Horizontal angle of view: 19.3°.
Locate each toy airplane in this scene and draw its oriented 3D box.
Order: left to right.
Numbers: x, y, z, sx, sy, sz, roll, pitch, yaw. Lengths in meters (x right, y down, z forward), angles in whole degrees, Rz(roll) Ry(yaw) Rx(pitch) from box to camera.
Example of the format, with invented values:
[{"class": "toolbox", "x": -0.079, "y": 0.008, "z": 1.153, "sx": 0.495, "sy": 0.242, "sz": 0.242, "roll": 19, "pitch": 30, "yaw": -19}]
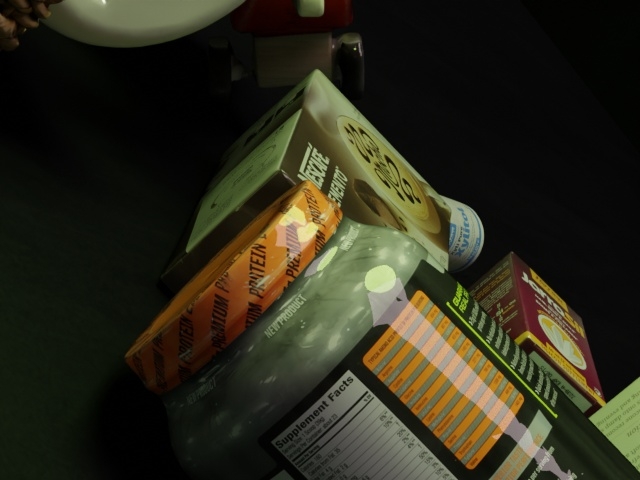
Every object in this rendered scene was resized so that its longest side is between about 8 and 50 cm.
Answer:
[{"class": "toy airplane", "x": -0.025, "y": -0.276, "z": 1.500, "sx": 0.386, "sy": 0.384, "sz": 0.273, "roll": 6, "pitch": 78, "yaw": -48}]

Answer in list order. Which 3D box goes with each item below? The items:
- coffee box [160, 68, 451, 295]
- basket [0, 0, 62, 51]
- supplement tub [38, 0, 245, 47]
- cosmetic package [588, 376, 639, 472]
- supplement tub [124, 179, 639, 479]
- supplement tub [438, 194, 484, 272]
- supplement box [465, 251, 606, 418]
[{"class": "coffee box", "x": 0.000, "y": 0.000, "z": 1.398, "sx": 0.168, "sy": 0.119, "sz": 0.297, "roll": 46, "pitch": 16, "yaw": -9}, {"class": "basket", "x": -0.279, "y": -0.218, "z": 1.021, "sx": 0.299, "sy": 0.223, "sz": 0.213, "roll": 40, "pitch": 18, "yaw": -23}, {"class": "supplement tub", "x": -0.168, "y": -0.302, "z": 1.265, "sx": 0.228, "sy": 0.228, "sz": 0.316, "roll": 26, "pitch": 20, "yaw": -51}, {"class": "cosmetic package", "x": 0.269, "y": 0.286, "z": 1.292, "sx": 0.155, "sy": 0.197, "sz": 0.366, "roll": 36, "pitch": 22, "yaw": -37}, {"class": "supplement tub", "x": 0.047, "y": 0.127, "z": 1.100, "sx": 0.316, "sy": 0.193, "sz": 0.193, "roll": 47, "pitch": 17, "yaw": -5}, {"class": "supplement tub", "x": 0.103, "y": -0.009, "z": 1.763, "sx": 0.071, "sy": 0.071, "sz": 0.107, "roll": 55, "pitch": 18, "yaw": 22}, {"class": "supplement box", "x": 0.186, "y": 0.102, "z": 1.697, "sx": 0.104, "sy": 0.081, "sz": 0.188, "roll": 43, "pitch": 17, "yaw": -16}]
